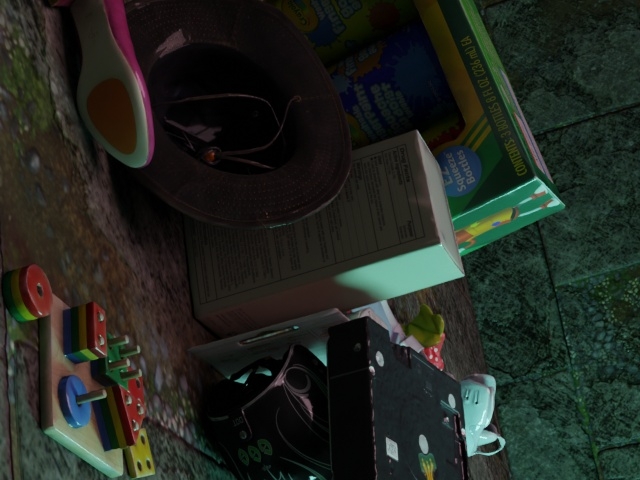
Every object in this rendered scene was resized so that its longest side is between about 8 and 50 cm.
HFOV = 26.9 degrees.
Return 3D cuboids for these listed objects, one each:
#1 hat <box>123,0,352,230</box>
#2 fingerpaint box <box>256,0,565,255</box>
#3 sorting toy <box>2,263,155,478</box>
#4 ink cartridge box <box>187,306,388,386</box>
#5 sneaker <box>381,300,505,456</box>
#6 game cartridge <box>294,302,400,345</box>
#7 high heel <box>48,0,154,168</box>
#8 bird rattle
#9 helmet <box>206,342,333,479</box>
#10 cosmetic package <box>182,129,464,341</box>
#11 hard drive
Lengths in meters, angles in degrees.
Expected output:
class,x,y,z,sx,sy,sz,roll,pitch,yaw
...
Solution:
class,x,y,z,sx,sy,sz,roll,pitch,yaw
hat,-0.125,-0.130,1.561,0.134,0.331,0.331,125,-38,-54
fingerpaint box,0.060,-0.175,1.792,0.163,0.371,0.445,29,39,-64
sorting toy,-0.197,0.132,1.212,0.274,0.046,0.132,55,23,-56
ink cartridge box,-0.033,0.117,1.600,0.232,0.189,0.066,51,26,-58
sneaker,0.186,0.229,2.334,0.137,0.210,0.366,-15,89,-77
game cartridge,0.043,0.138,2.094,0.230,0.068,0.355,-74,147,-51
high heel,-0.220,-0.194,1.435,0.244,0.082,0.117,62,22,4
bird rattle,0.166,0.238,2.550,0.253,0.143,0.207,77,15,-61
helmet,-0.037,0.217,1.532,0.161,0.169,0.169,53,19,-17
cosmetic package,0.000,0.000,1.606,0.113,0.309,0.160,49,28,-59
hard drive,0.093,0.281,1.491,0.237,0.064,0.339,37,41,-48
